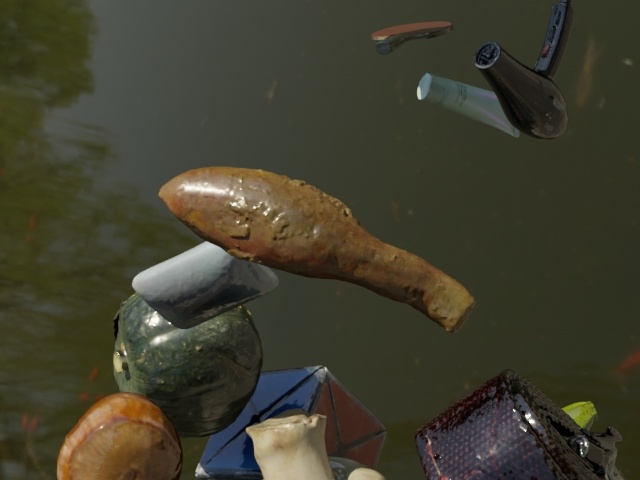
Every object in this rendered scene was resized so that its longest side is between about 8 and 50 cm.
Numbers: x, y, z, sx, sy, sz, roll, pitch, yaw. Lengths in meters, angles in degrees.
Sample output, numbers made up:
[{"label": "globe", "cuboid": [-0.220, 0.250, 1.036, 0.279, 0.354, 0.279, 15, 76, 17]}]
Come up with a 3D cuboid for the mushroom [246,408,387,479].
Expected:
[{"label": "mushroom", "cuboid": [-0.028, 0.406, 1.490, 0.297, 0.297, 0.290, 1, 112, 60]}]

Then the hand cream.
[{"label": "hand cream", "cuboid": [0.267, -0.242, 1.738, 0.050, 0.205, 0.078, -30, 51, 60]}]

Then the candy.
[{"label": "candy", "cuboid": [-0.159, 0.060, 1.394, 0.174, 0.138, 0.071, -24, 50, 14]}]

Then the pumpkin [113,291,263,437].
[{"label": "pumpkin", "cuboid": [-0.249, 0.202, 1.815, 0.327, 0.257, 0.291, 103, 148, -44]}]

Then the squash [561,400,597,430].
[{"label": "squash", "cuboid": [0.311, 0.297, 1.411, 0.201, 0.066, 0.066, -38, 38, 3]}]

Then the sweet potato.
[{"label": "sweet potato", "cuboid": [0.000, 0.000, 1.123, 0.109, 0.385, 0.109, 21, -90, -89]}]

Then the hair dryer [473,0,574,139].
[{"label": "hair dryer", "cuboid": [0.337, -0.310, 1.532, 0.091, 0.235, 0.271, 8, 72, 43]}]

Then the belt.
[{"label": "belt", "cuboid": [0.231, 0.240, 0.995, 0.164, 0.289, 0.184, -40, 47, 13]}]

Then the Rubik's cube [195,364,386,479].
[{"label": "Rubik's cube", "cuboid": [-0.054, 0.426, 1.998, 0.260, 0.255, 0.259, -8, 45, 39]}]

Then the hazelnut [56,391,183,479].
[{"label": "hazelnut", "cuboid": [-0.236, 0.245, 1.131, 0.150, 0.150, 0.150, -30, 54, 52]}]

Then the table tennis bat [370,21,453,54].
[{"label": "table tennis bat", "cuboid": [0.146, -0.353, 1.710, 0.138, 0.246, 0.022, 1, 110, 23]}]
